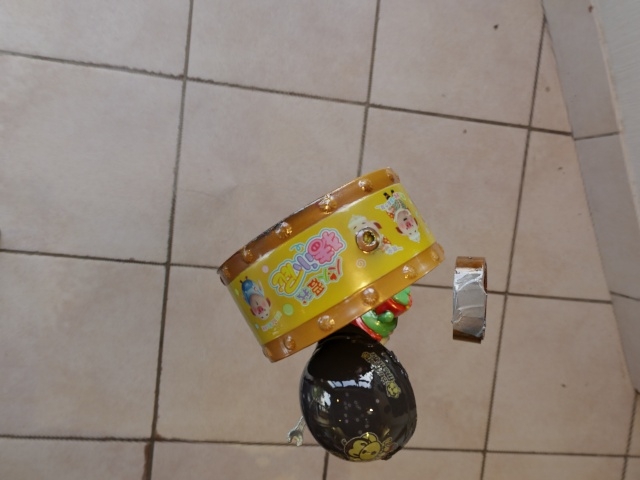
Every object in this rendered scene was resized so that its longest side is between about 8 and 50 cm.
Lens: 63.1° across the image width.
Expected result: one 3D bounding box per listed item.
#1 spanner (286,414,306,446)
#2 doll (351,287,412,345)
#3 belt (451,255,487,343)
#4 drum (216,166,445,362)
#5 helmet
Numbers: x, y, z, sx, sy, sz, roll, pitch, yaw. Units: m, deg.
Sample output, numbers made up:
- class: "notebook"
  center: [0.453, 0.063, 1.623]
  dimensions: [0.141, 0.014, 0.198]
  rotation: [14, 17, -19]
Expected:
- class: "spanner"
  center: [-0.025, 0.537, 1.717]
  dimensions: [0.071, 0.017, 0.302]
  rotation: [45, 51, -18]
- class: "doll"
  center: [0.166, 0.268, 1.727]
  dimensions: [0.160, 0.182, 0.363]
  rotation: [20, 128, -7]
- class: "belt"
  center: [0.453, 0.176, 1.579]
  dimensions: [0.105, 0.184, 0.261]
  rotation: [4, 77, 20]
- class: "drum"
  center: [0.022, 0.049, 1.046]
  dimensions: [0.431, 0.431, 0.214]
  rotation: [-30, 86, -5]
- class: "helmet"
  center: [0.045, 0.307, 1.016]
  dimensions: [0.279, 0.160, 0.230]
  rotation: [53, 129, 19]
